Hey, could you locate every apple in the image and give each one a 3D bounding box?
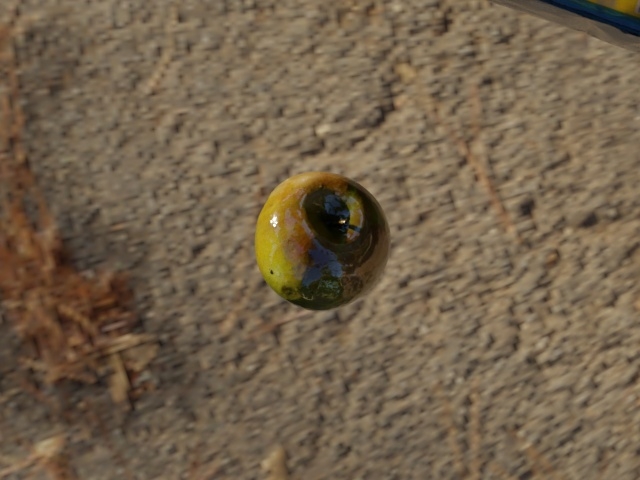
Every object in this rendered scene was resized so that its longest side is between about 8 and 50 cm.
[{"bbox_3d":[0.000,0.000,1.220,0.090,0.089,0.074,67,155,4],"label":"apple"}]

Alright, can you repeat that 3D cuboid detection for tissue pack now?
[{"bbox_3d":[0.151,-0.180,1.189,0.169,0.120,0.082,20,93,3],"label":"tissue pack"}]
